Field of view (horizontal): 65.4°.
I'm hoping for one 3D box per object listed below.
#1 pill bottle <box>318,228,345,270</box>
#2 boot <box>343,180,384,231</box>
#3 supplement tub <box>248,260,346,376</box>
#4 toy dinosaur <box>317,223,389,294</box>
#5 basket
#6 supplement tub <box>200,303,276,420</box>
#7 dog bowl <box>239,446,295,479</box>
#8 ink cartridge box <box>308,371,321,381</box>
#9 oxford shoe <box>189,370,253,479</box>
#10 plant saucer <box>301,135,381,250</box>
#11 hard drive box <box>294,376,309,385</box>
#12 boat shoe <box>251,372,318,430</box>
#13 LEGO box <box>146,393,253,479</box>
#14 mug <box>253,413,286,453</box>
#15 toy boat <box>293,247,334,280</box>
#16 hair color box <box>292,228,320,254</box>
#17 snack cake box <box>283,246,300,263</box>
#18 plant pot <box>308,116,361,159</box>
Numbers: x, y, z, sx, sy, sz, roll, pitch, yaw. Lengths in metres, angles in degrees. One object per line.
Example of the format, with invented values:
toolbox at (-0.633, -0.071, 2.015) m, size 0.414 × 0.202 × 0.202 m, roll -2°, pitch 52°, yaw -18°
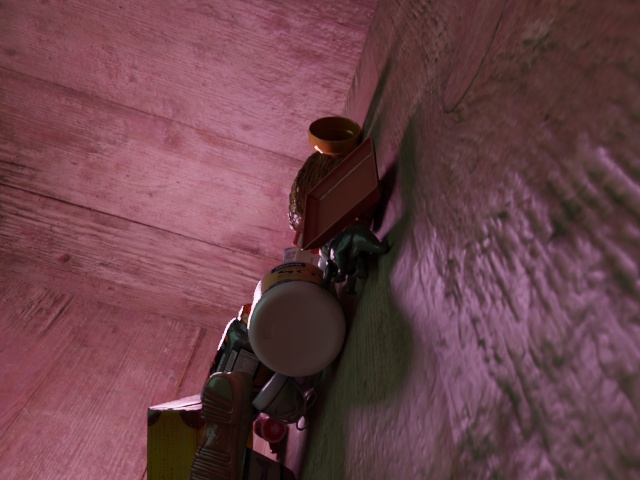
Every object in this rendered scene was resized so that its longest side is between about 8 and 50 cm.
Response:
pill bottle at (0.050, 0.009, 1.457) m, size 0.094 × 0.094 × 0.169 m, roll -85°, pitch 13°, yaw -61°
boot at (0.099, -0.086, 1.328) m, size 0.197 × 0.073 × 0.152 m, roll -165°, pitch 96°, yaw -81°
supplement tub at (-0.064, 0.190, 1.337) m, size 0.331 × 0.241 × 0.241 m, roll -110°, pitch 37°, yaw -79°
toy dinosaur at (0.067, 0.029, 1.160) m, size 0.313 × 0.121 × 0.160 m, roll 112°, pitch 165°, yaw -64°
basket at (-0.014, -0.151, 1.880) m, size 0.223 × 0.214 × 0.299 m, roll 123°, pitch 162°, yaw -67°
supplement tub at (-0.230, 0.384, 1.573) m, size 0.207 × 0.207 × 0.337 m, roll -106°, pitch 39°, yaw -78°
dog bowl at (-0.181, 0.777, 1.323) m, size 0.408 × 0.151 × 0.407 m, roll -165°, pitch 90°, yaw -84°
ink cartridge box at (-0.011, 0.354, 1.431) m, size 0.083 × 0.028 × 0.048 m, roll -81°, pitch 10°, yaw -48°
oxford shoe at (-0.236, 0.541, 1.308) m, size 0.146 × 0.141 × 0.396 m, roll 12°, pitch -93°, yaw -63°
plant saucer at (0.058, -0.113, 1.262) m, size 0.258 × 0.048 × 0.259 m, roll -41°, pitch 26°, yaw 28°
hard drive box at (-0.071, 0.370, 1.646) m, size 0.232 × 0.089 × 0.181 m, roll 117°, pitch 168°, yaw -61°
boat shoe at (-0.085, 0.444, 1.366) m, size 0.136 × 0.156 × 0.367 m, roll -48°, pitch -10°, yaw -15°
LEGO box at (-0.387, 0.785, 1.667) m, size 0.372 × 0.193 × 0.499 m, roll 24°, pitch -118°, yaw -69°
mug at (-0.168, 0.681, 1.794) m, size 0.113 × 0.150 × 0.169 m, roll -38°, pitch -2°, yaw -20°
toy boat at (-0.016, 0.134, 1.680) m, size 0.151 × 0.151 × 0.231 m, roll 65°, pitch -150°, yaw -49°
hair color box at (0.000, 0.000, 1.572) m, size 0.167 × 0.093 × 0.053 m, roll -4°, pitch -65°, yaw -59°
snack cake box at (-0.062, 0.093, 1.889) m, size 0.264 × 0.152 × 0.089 m, roll -100°, pitch 2°, yaw -75°
plant pot at (0.054, -0.366, 2.004) m, size 0.205 × 0.205 × 0.187 m, roll -81°, pitch -6°, yaw -49°
